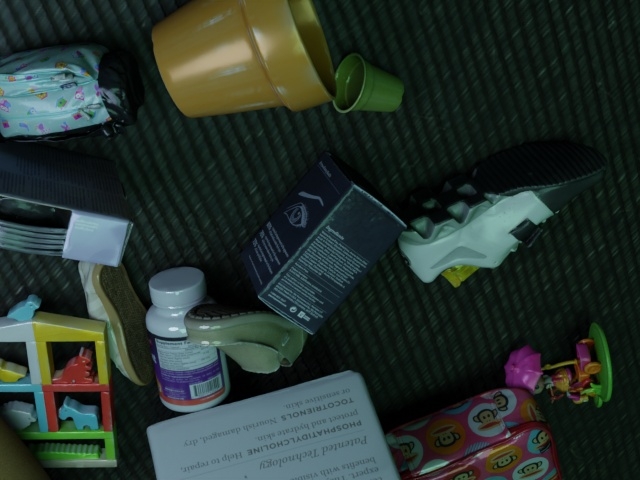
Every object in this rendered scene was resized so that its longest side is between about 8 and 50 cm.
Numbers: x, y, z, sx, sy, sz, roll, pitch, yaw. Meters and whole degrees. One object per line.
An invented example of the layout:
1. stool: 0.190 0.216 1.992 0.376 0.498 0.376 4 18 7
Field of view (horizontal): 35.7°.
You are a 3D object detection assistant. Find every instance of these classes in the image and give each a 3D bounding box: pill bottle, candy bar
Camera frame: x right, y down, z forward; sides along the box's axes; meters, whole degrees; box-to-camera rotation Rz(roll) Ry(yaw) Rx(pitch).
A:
1. pill bottle: -0.194 0.141 1.442 0.108 0.108 0.193 -10 114 -10
2. candy bar: 0.260 0.012 1.551 0.161 0.018 0.040 -41 120 5

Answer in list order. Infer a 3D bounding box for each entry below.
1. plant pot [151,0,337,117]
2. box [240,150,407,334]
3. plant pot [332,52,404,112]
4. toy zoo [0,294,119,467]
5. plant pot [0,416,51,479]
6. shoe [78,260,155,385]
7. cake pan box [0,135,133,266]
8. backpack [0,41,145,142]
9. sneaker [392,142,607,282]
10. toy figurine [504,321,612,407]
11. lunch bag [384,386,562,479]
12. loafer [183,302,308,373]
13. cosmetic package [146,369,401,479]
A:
1. plant pot: -0.102 -0.245 1.262 0.188 0.205 0.205 -18 117 12
2. box: 0.000 0.000 1.405 0.108 0.153 0.207 37 101 -25
3. plant pot: 0.071 -0.210 1.379 0.079 0.083 0.083 9 111 -30
4. toy zoo: -0.396 0.207 1.425 0.192 0.030 0.293 1 120 -3
5. plant pot: -0.479 0.362 1.381 0.237 0.237 0.254 -17 109 -7
6. shoe: -0.292 0.115 1.438 0.058 0.076 0.219 3 122 30
7. cake pan box: -0.366 -0.060 1.223 0.246 0.267 0.070 10 108 -21
8. backpack: -0.324 -0.187 1.259 0.182 0.152 0.115 -7 110 2
9. sneaker: 0.272 -0.039 1.487 0.331 0.122 0.146 -21 125 1
10. toy figurine: 0.383 0.220 1.641 0.159 0.130 0.173 -7 140 3
11. lunch bag: 0.242 0.380 1.636 0.293 0.120 0.258 -22 135 2
12. loafer: -0.094 0.140 1.400 0.268 0.102 0.092 10 86 -58
13. cosmetic package: -0.034 0.466 1.420 0.328 0.393 0.329 -14 137 -9
